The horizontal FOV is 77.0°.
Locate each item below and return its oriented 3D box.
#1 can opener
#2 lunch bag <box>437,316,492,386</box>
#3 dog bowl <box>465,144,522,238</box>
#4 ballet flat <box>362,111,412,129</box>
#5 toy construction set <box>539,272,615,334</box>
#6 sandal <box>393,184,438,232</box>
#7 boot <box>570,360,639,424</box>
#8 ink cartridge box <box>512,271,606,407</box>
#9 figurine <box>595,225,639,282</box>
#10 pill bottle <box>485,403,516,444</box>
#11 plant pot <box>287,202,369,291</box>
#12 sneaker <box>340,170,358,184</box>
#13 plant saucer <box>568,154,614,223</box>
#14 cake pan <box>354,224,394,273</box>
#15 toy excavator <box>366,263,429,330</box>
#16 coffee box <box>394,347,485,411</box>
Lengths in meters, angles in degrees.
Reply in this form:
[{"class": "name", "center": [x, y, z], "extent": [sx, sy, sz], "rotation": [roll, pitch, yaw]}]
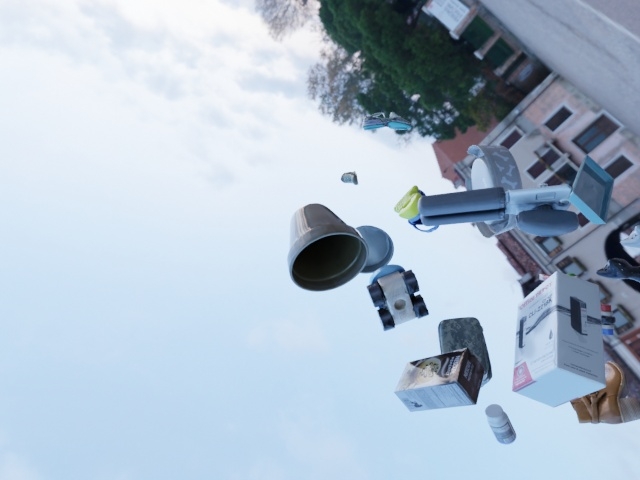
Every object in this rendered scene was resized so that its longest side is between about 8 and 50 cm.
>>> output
[{"class": "can opener", "center": [0.330, -0.058, 0.769], "extent": [0.074, 0.281, 0.093], "rotation": [60, -144, -48]}, {"class": "lunch bag", "center": [0.692, 0.541, 1.929], "extent": [0.256, 0.213, 0.305], "rotation": [56, -150, -49]}, {"class": "dog bowl", "center": [0.630, -0.186, 1.474], "extent": [0.349, 0.102, 0.348], "rotation": [-11, -90, -84]}, {"class": "ballet flat", "center": [0.155, -0.280, 0.939], "extent": [0.114, 0.041, 0.041], "rotation": [1, -145, 7]}, {"class": "toy construction set", "center": [0.962, 0.268, 1.606], "extent": [0.237, 0.258, 0.308], "rotation": [8, -122, -87]}, {"class": "sandal", "center": [0.348, -0.106, 1.436], "extent": [0.138, 0.126, 0.317], "rotation": [39, -160, -4]}, {"class": "boot", "center": [0.756, 0.412, 1.099], "extent": [0.072, 0.152, 0.197], "rotation": [63, -155, -15]}, {"class": "ink cartridge box", "center": [0.590, 0.245, 1.010], "extent": [0.114, 0.197, 0.272], "rotation": [21, -126, 6]}, {"class": "figurine", "center": [0.901, 0.048, 1.083], "extent": [0.210, 0.214, 0.092], "rotation": [12, -134, 12]}, {"class": "pill bottle", "center": [0.676, 0.690, 1.516], "extent": [0.137, 0.078, 0.078], "rotation": [61, -151, -15]}, {"class": "plant pot", "center": [0.000, 0.000, 1.649], "extent": [0.323, 0.323, 0.280], "rotation": [16, -146, -33]}, {"class": "sneaker", "center": [0.149, -0.320, 2.103], "extent": [0.192, 0.086, 0.064], "rotation": [-89, -12, -71]}, {"class": "plant saucer", "center": [0.447, -0.086, 0.663], "extent": [0.067, 0.018, 0.192], "rotation": [47, -133, 5]}, {"class": "cake pan", "center": [0.243, 0.042, 2.154], "extent": [0.293, 0.293, 0.054], "rotation": [32, -156, -14]}, {"class": "toy excavator", "center": [0.359, 0.272, 2.004], "extent": [0.445, 0.222, 0.432], "rotation": [-105, -7, -67]}, {"class": "coffee box", "center": [0.446, 0.531, 1.521], "extent": [0.119, 0.297, 0.168], "rotation": [50, -136, -7]}]
